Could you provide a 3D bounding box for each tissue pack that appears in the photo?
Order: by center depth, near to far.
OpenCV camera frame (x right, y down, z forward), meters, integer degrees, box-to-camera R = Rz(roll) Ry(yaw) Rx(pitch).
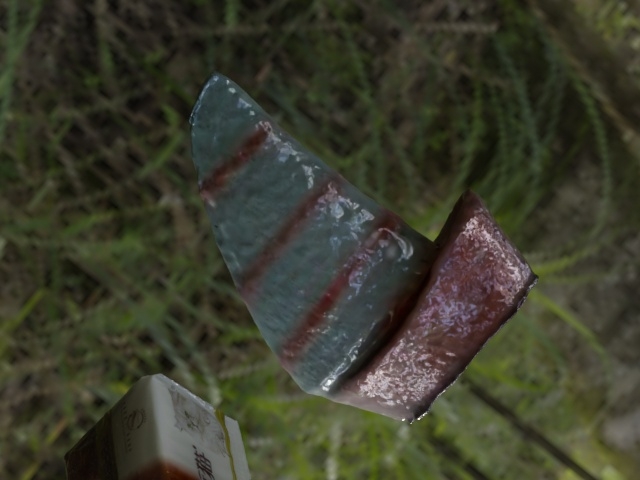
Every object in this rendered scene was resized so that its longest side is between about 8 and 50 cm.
[{"bbox_3d":[-0.109,0.185,1.214,0.106,0.099,0.149,-43,-145,19],"label":"tissue pack"}]

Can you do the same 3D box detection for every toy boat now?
[{"bbox_3d":[0.000,0.000,1.327,0.206,0.282,0.096,-48,-172,21],"label":"toy boat"}]
